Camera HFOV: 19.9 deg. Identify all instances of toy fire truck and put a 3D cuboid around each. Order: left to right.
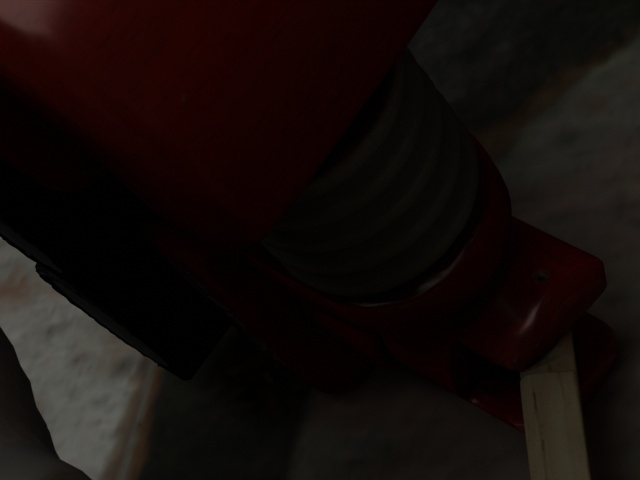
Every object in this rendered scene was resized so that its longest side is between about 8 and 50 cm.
[{"bbox_3d":[0.000,0.000,0.426,0.246,0.217,0.158,29,77,35],"label":"toy fire truck"}]

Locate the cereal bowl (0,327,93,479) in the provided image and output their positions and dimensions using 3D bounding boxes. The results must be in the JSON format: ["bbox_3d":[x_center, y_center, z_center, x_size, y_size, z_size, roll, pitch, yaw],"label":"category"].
[{"bbox_3d":[-0.114,0.126,0.342,0.141,0.339,0.339,-2,52,9],"label":"cereal bowl"}]
